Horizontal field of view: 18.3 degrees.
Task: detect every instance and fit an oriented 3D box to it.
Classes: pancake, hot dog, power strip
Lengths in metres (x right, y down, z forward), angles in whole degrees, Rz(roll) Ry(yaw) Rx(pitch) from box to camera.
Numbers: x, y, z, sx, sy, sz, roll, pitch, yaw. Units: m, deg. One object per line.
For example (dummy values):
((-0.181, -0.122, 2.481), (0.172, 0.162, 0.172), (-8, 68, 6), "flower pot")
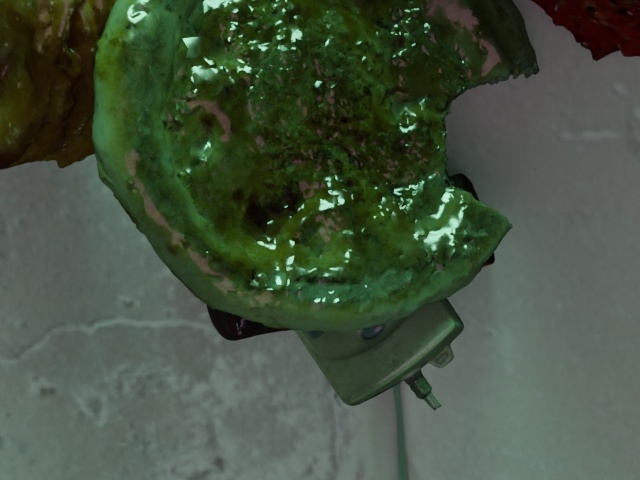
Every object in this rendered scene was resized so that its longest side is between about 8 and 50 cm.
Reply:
((-0.001, -0.072, 1.048), (0.253, 0.037, 0.254), (2, 82, -19), "pancake")
((-0.183, -0.159, 1.060), (0.175, 0.114, 0.259), (6, 112, 14), "hot dog")
((0.000, 0.000, 1.101), (0.080, 0.029, 0.227), (-37, 78, 9), "power strip")

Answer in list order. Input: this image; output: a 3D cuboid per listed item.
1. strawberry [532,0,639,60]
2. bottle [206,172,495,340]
((0.179, -0.166, 0.999), (0.234, 0.178, 0.234), (5, 115, 10), "strawberry")
((0.014, 0.014, 1.140), (0.164, 0.060, 0.060), (-19, 108, 13), "bottle")
